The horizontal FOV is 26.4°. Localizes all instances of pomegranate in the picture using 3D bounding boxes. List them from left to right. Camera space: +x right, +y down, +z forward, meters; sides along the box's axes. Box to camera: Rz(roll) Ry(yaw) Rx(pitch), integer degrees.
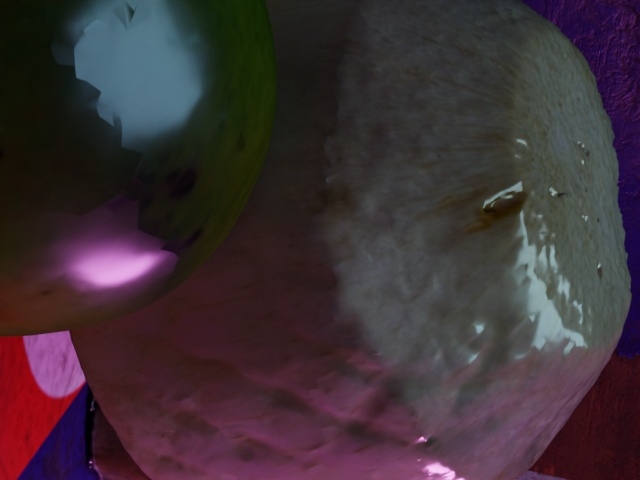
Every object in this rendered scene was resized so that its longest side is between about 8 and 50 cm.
[{"bbox_3d":[-0.121,-0.119,0.704,0.310,0.216,0.359,72,31,-58],"label":"pomegranate"}]

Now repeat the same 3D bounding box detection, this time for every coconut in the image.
[{"bbox_3d":[0.000,0.000,0.961,0.344,0.415,0.415,33,66,-47],"label":"coconut"}]

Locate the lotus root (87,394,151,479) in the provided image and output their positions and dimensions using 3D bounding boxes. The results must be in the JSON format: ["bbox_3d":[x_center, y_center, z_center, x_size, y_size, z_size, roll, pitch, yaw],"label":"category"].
[{"bbox_3d":[-0.078,0.141,1.212,0.272,0.192,0.272,18,90,-79],"label":"lotus root"}]
